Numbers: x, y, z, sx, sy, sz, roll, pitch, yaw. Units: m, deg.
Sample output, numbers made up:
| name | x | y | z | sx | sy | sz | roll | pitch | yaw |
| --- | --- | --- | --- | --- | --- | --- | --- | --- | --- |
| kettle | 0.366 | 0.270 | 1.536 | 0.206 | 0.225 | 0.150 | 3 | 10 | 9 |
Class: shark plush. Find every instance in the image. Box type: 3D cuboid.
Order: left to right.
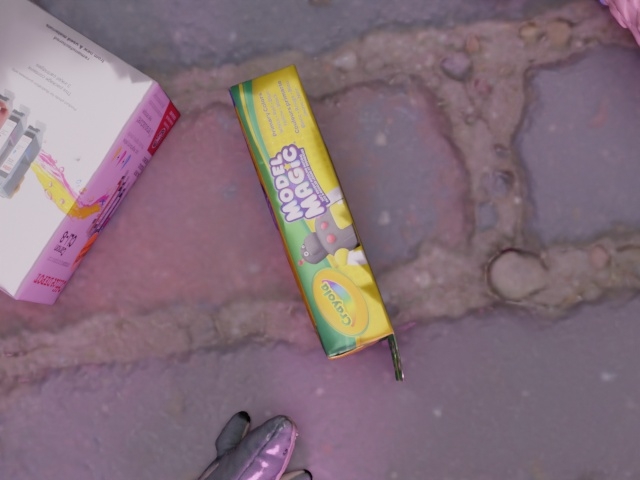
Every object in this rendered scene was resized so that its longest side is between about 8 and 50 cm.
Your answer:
| name | x | y | z | sx | sy | sz | roll | pitch | yaw |
| --- | --- | --- | --- | --- | --- | --- | --- | --- | --- |
| shark plush | -0.079 | 0.180 | 0.990 | 0.161 | 0.067 | 0.073 | -35 | 85 | -3 |

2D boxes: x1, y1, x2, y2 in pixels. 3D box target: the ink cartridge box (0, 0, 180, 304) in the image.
| name | x | y | z | sx | sy | sz | roll | pitch | yaw |
| --- | --- | --- | --- | --- | --- | --- | --- | --- | --- |
| ink cartridge box | -0.204 | -0.059 | 0.984 | 0.127 | 0.128 | 0.176 | 33 | 87 | 3 |

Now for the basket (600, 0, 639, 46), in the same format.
| name | x | y | z | sx | sy | sz | roll | pitch | yaw |
| --- | --- | --- | --- | --- | --- | --- | --- | --- | --- |
| basket | 0.330 | -0.191 | 0.938 | 0.255 | 0.201 | 0.289 | -40 | 54 | -2 |

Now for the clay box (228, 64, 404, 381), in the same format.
| name | x | y | z | sx | sy | sz | roll | pitch | yaw |
| --- | --- | --- | --- | --- | --- | --- | --- | --- | --- |
| clay box | 0.000 | 0.000 | 0.977 | 0.053 | 0.127 | 0.222 | -19 | 84 | 0 |
